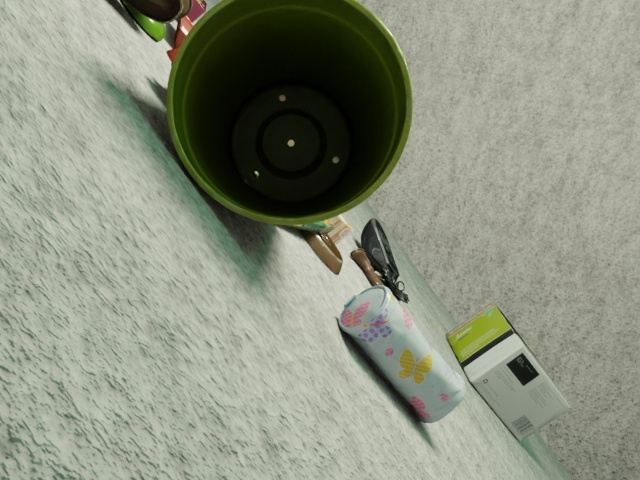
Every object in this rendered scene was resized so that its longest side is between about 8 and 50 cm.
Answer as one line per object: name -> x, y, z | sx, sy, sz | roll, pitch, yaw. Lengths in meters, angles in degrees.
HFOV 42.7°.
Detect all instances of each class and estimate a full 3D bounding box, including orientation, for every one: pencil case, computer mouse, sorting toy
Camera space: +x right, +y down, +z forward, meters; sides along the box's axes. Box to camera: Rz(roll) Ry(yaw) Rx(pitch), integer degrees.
pencil case -> 0.151, 0.207, 1.494 | 0.273, 0.113, 0.124 | 50, -1, -22
computer mouse -> 0.171, 0.055, 2.418 | 0.188, 0.072, 0.272 | 46, 23, -50
sorting toy -> -0.317, -0.484, 1.715 | 0.365, 0.126, 0.127 | 50, 9, -24

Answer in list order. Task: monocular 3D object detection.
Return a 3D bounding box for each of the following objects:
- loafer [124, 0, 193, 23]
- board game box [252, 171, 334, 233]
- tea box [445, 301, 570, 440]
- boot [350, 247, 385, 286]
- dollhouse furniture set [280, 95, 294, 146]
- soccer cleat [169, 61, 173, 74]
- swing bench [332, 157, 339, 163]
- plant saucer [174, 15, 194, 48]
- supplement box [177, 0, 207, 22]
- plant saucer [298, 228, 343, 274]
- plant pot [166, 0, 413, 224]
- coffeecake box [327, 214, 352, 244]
loafer -> -0.397, -0.521, 1.522 | 0.366, 0.134, 0.130 | 37, 44, -33
board game box -> -0.064, -0.081, 1.680 | 0.136, 0.030, 0.260 | 57, 16, 15
tea box -> 0.646, 0.450, 2.853 | 0.329, 0.220, 0.323 | 50, 10, -22
boot -> 0.127, 0.082, 2.163 | 0.106, 0.037, 0.114 | 36, 23, -57
dollhouse furniture set -> -0.012, -0.375, 2.027 | 0.362, 0.256, 0.394 | 62, -8, -33
soccer cleat -> -0.221, -0.256, 1.533 | 0.289, 0.093, 0.121 | -6, 90, -85
swing bench -> 0.051, -0.298, 2.625 | 0.254, 0.165, 0.253 | 51, -8, -18
plant saucer -> -0.270, -0.422, 1.991 | 0.258, 0.048, 0.259 | 50, 10, -24
supplement box -> -0.376, -0.658, 2.258 | 0.104, 0.081, 0.188 | 50, 9, -21
plant saucer -> 0.000, 0.000, 1.807 | 0.168, 0.029, 0.168 | 51, 9, -12
plant pot -> -0.049, -0.196, 1.387 | 0.366, 0.366, 0.353 | 54, -3, 2
coffeecake box -> -0.017, -0.094, 1.955 | 0.185, 0.068, 0.142 | 48, 8, -33
